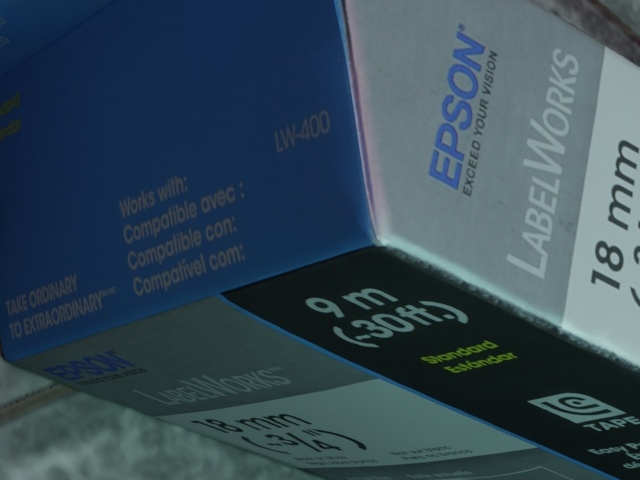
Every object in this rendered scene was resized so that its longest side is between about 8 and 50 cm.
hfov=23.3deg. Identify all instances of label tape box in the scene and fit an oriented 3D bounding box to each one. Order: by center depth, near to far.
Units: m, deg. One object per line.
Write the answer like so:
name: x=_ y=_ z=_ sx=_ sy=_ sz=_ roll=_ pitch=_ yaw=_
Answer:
label tape box: x=0.000 y=0.000 z=0.538 sx=0.334 sy=0.241 sz=0.106 roll=25 pitch=65 yaw=-28
